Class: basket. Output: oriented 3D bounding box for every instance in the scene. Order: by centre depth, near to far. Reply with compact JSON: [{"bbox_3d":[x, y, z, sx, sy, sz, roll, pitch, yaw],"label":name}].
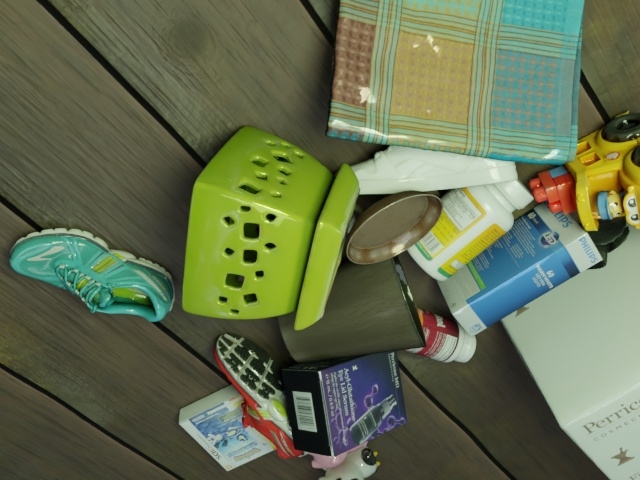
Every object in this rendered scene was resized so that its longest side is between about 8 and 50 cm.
[{"bbox_3d":[0.050,0.128,1.130,0.227,0.154,0.204,-20,92,11],"label":"basket"}]

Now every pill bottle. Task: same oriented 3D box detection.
[{"bbox_3d":[0.249,-0.036,1.072,0.117,0.117,0.208,38,111,-27],"label":"pill bottle"},{"bbox_3d":[0.222,0.187,1.230,0.152,0.086,0.086,20,118,-20],"label":"pill bottle"}]

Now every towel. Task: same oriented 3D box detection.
[{"bbox_3d":[0.200,-0.256,0.894,0.370,0.040,0.271,5,88,-11],"label":"towel"}]

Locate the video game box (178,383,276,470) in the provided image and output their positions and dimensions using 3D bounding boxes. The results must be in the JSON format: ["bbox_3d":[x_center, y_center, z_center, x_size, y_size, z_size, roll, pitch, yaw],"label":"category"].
[{"bbox_3d":[-0.160,0.383,1.327,0.205,0.048,0.187,-27,124,10],"label":"video game box"}]

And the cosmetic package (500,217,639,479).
[{"bbox_3d":[0.600,0.236,1.171,0.329,0.327,0.394,-38,119,16],"label":"cosmetic package"}]

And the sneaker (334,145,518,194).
[{"bbox_3d":[0.152,-0.160,1.001,0.293,0.108,0.169,-6,97,16],"label":"sneaker"}]

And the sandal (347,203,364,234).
[{"bbox_3d":[0.000,0.000,1.101,0.180,0.049,0.072,-34,121,14],"label":"sandal"}]

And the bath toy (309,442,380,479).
[{"bbox_3d":[0.052,0.437,1.340,0.129,0.151,0.348,-9,117,18],"label":"bath toy"}]

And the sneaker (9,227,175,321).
[{"bbox_3d":[-0.376,0.061,1.053,0.275,0.110,0.107,18,118,-18],"label":"sneaker"}]

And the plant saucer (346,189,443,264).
[{"bbox_3d":[0.111,-0.024,0.984,0.168,0.029,0.168,-21,150,-13],"label":"plant saucer"}]

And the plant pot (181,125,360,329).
[{"bbox_3d":[-0.066,-0.012,0.949,0.207,0.227,0.228,16,123,3],"label":"plant pot"}]

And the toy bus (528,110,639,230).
[{"bbox_3d":[0.456,-0.087,1.015,0.211,0.220,0.149,-18,120,12],"label":"toy bus"}]

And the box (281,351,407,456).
[{"bbox_3d":[0.048,0.287,1.162,0.207,0.108,0.153,-10,90,-42],"label":"box"}]

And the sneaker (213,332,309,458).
[{"bbox_3d":[-0.122,0.306,1.203,0.118,0.107,0.279,-40,88,30],"label":"sneaker"}]

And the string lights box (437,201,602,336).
[{"bbox_3d":[0.343,0.045,1.126,0.260,0.133,0.077,-34,120,14],"label":"string lights box"}]

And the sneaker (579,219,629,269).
[{"bbox_3d":[0.473,0.009,1.166,0.170,0.089,0.051,-5,145,40],"label":"sneaker"}]
